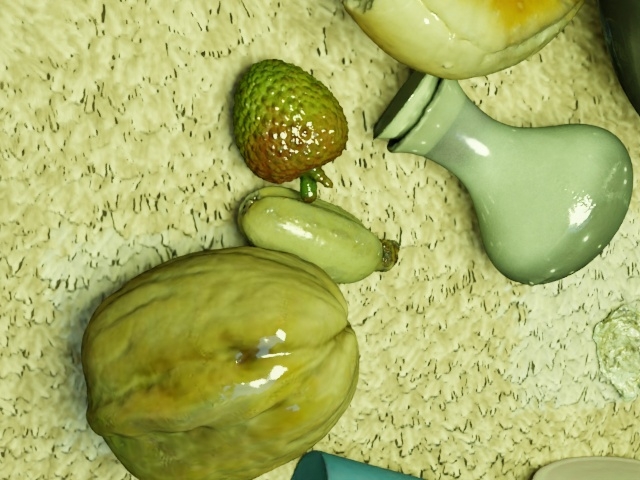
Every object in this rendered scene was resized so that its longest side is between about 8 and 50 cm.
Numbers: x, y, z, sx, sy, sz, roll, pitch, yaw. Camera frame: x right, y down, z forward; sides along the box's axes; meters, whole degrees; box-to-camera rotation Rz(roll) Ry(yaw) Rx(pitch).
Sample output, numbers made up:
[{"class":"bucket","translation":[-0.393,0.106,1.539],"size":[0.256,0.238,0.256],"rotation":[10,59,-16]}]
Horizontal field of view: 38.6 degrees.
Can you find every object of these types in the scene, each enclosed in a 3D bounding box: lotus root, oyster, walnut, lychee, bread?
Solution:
[{"class":"lotus root","translation":[0.000,0.001,0.952],"size":[0.183,0.090,0.077],"rotation":[20,106,-24]},{"class":"oyster","translation":[0.370,0.135,1.102],"size":[0.100,0.037,0.098],"rotation":[37,95,-20]},{"class":"walnut","translation":[-0.092,0.120,0.883],"size":[0.283,0.283,0.227],"rotation":[-19,90,-6]},{"class":"lychee","translation":[-0.030,-0.109,0.903],"size":[0.114,0.114,0.146],"rotation":[-28,90,-3]},{"class":"bread","translation":[0.161,-0.274,0.853],"size":[0.192,0.171,0.314],"rotation":[38,75,-29]}]

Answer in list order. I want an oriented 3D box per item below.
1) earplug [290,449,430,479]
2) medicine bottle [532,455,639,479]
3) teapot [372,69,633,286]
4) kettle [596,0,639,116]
[{"class":"earplug","translation":[0.104,0.333,1.061],"size":[0.273,0.132,0.132],"rotation":[16,103,-20]},{"class":"medicine bottle","translation":[0.349,0.444,1.077],"size":[0.256,0.256,0.325],"rotation":[-1,97,-12]},{"class":"teapot","translation":[0.184,-0.079,0.936],"size":[0.251,0.183,0.183],"rotation":[35,97,-8]},{"class":"kettle","translation":[0.361,-0.237,0.843],"size":[0.228,0.321,0.324],"rotation":[-13,141,11]}]
